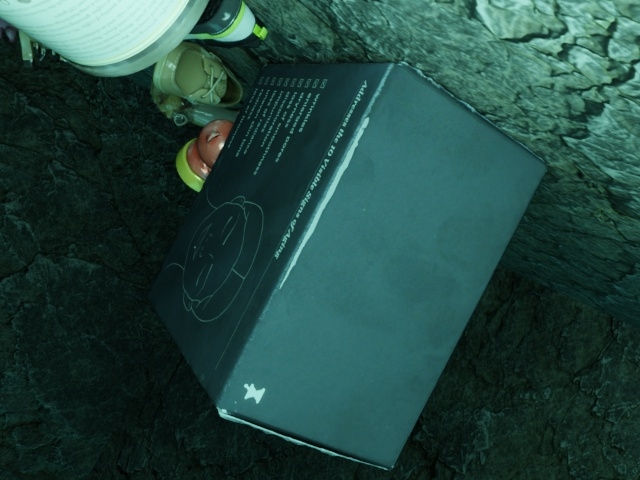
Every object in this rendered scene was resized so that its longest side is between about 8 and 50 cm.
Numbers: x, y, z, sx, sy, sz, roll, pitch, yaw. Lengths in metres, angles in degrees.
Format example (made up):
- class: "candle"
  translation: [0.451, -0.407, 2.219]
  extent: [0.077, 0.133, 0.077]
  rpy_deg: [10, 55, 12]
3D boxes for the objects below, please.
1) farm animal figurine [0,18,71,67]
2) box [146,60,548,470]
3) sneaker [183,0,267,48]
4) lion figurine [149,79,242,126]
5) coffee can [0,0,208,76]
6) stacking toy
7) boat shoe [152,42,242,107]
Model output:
- class: "farm animal figurine"
  translation: [-0.571, -0.460, 1.410]
  extent: [0.330, 0.172, 0.327]
  rpy_deg: [-13, -146, -28]
- class: "box"
  translation: [0.000, 0.000, 1.097]
  extent: [0.297, 0.479, 0.472]
  rpy_deg: [27, -179, -25]
- class: "sneaker"
  translation: [-0.158, -0.308, 1.030]
  extent: [0.097, 0.084, 0.235]
  rpy_deg: [27, -179, -39]
- class: "lion figurine"
  translation: [-0.297, -0.359, 2.014]
  extent: [0.392, 0.142, 0.240]
  rpy_deg: [24, -171, -17]
- class: "coffee can"
  translation: [-0.239, -0.283, 0.580]
  extent: [0.202, 0.201, 0.275]
  rpy_deg: [28, 180, 26]
- class: "stacking toy"
  translation: [-0.083, -0.155, 1.372]
  extent: [0.279, 0.309, 0.130]
  rpy_deg: [47, 138, 2]
- class: "boat shoe"
  translation: [-0.246, -0.346, 1.490]
  extent: [0.110, 0.121, 0.341]
  rpy_deg: [24, -170, 7]
